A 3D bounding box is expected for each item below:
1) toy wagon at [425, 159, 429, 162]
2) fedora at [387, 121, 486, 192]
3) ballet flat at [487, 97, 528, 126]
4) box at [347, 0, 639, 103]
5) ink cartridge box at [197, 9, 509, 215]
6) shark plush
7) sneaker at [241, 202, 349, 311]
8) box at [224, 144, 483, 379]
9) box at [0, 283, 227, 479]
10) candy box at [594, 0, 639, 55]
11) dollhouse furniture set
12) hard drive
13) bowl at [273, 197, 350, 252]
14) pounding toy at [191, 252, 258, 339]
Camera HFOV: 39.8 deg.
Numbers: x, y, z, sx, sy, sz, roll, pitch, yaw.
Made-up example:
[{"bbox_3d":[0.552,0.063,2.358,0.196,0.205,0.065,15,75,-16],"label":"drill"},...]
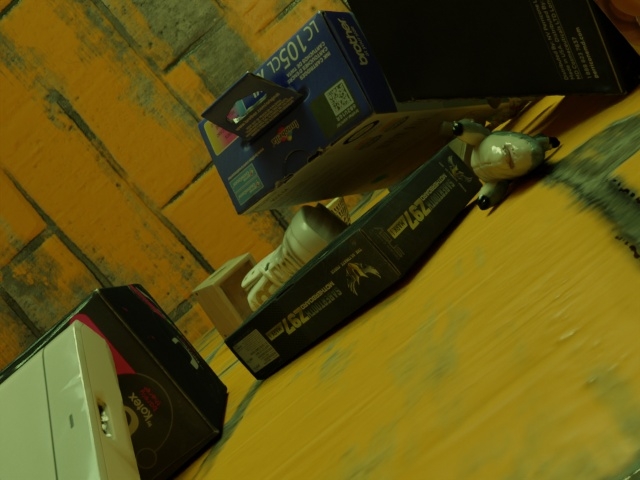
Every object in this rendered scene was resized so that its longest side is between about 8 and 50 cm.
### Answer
[{"bbox_3d":[0.191,-0.266,1.468,0.344,0.267,0.068,-40,-30,-16],"label":"toy wagon"},{"bbox_3d":[0.173,-0.178,1.584,0.243,0.124,0.275,-40,2,15],"label":"fedora"},{"bbox_3d":[0.312,-0.252,1.344,0.241,0.091,0.077,-37,-33,-32],"label":"ballet flat"},{"bbox_3d":[0.220,-0.283,0.843,0.296,0.183,0.294,-42,25,-23],"label":"box"},{"bbox_3d":[0.031,-0.167,1.169,0.270,0.151,0.395,-34,-11,39],"label":"ink cartridge box"},{"bbox_3d":[0.171,-0.068,0.744,0.067,0.073,0.161,-18,-9,27],"label":"shark plush"},{"bbox_3d":[-0.029,0.043,1.172,0.169,0.108,0.292,-49,-1,5],"label":"sneaker"},{"bbox_3d":[0.030,0.023,0.848,0.232,0.059,0.183,-40,2,42],"label":"box"},{"bbox_3d":[-0.196,0.147,0.862,0.143,0.165,0.270,-40,3,-4],"label":"box"},{"bbox_3d":[0.269,-0.202,0.578,0.053,0.109,0.186,-42,3,-35],"label":"candy box"},{"bbox_3d":[0.217,-0.125,1.042,0.144,0.123,0.151,145,139,-72],"label":"dollhouse furniture set"},{"bbox_3d":[-0.279,0.238,0.621,0.353,0.047,0.233,-41,35,4],"label":"hard drive"},{"bbox_3d":[0.000,0.000,1.582,0.170,0.080,0.170,-41,2,2],"label":"bowl"},{"bbox_3d":[-0.148,0.106,1.636,0.100,0.130,0.141,-21,16,46],"label":"pounding toy"}]
